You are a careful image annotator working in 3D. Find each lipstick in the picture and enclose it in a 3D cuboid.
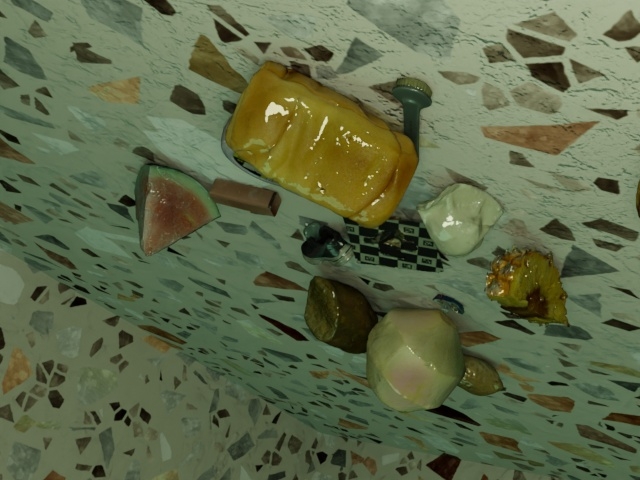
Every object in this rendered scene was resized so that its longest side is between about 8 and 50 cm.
[{"bbox_3d":[-0.158,-0.091,1.909,0.145,0.045,0.045,14,160,18],"label":"lipstick"}]

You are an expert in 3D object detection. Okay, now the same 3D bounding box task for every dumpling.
[{"bbox_3d":[0.255,-0.037,1.599,0.134,0.100,0.169,-26,114,16],"label":"dumpling"}]

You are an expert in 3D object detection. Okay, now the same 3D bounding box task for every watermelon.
[{"bbox_3d":[-0.326,-0.069,1.998,0.207,0.202,0.136,26,-162,-5],"label":"watermelon"}]

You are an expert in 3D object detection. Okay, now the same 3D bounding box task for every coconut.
[{"bbox_3d":[0.230,0.277,2.181,0.259,0.259,0.259,19,159,8],"label":"coconut"}]

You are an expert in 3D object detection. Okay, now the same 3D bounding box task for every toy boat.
[{"bbox_3d":[0.291,0.150,2.073,0.083,0.038,0.038,26,159,-15],"label":"toy boat"}]

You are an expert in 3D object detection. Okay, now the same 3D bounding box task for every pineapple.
[{"bbox_3d":[0.387,0.072,1.674,0.079,0.135,0.233,-9,154,38],"label":"pineapple"}]

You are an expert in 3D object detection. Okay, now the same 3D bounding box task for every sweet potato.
[{"bbox_3d":[0.067,0.199,2.265,0.157,0.158,0.369,10,167,29],"label":"sweet potato"}]

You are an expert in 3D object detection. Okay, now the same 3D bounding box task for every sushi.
[{"bbox_3d":[0.149,-0.008,1.825,0.192,0.040,0.210,7,153,18],"label":"sushi"}]

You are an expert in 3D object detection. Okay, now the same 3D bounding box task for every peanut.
[{"bbox_3d":[0.358,0.337,2.381,0.263,0.101,0.117,19,-176,1],"label":"peanut"}]

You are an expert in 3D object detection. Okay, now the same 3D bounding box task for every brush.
[{"bbox_3d":[0.145,-0.181,1.433,0.062,0.027,0.266,18,163,11],"label":"brush"}]

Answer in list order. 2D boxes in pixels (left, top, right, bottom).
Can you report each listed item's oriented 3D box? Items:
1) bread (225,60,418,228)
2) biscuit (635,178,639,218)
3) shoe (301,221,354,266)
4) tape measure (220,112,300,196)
[{"bbox_3d":[0.003,-0.152,1.424,0.294,0.167,0.132,29,-162,-8],"label":"bread"},{"bbox_3d":[0.543,-0.067,1.223,0.213,0.091,0.274,19,161,-1],"label":"biscuit"},{"bbox_3d":[0.000,0.000,1.958,0.169,0.071,0.099,8,141,55],"label":"shoe"},{"bbox_3d":[-0.076,-0.165,1.581,0.196,0.105,0.178,27,166,-9],"label":"tape measure"}]
